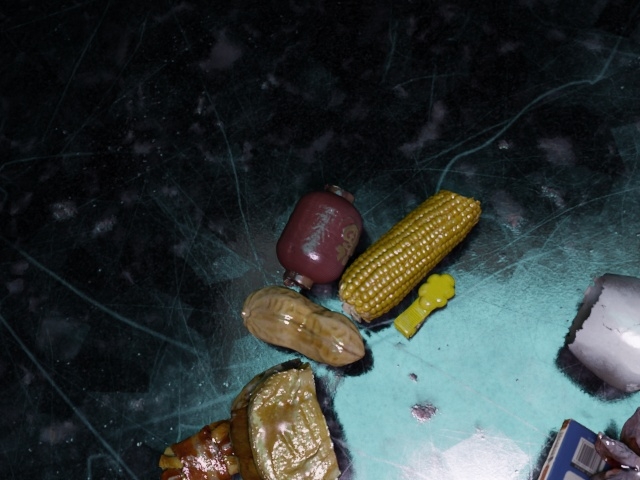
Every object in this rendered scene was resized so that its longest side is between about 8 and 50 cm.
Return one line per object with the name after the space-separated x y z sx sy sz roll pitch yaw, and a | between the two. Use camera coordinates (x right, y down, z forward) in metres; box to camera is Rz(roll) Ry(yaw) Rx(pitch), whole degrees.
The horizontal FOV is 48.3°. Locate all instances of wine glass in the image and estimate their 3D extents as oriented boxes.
0.665 0.204 1.399 0.323 0.238 0.238 29 79 10 | wine glass

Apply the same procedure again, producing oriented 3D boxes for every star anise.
0.590 0.422 1.310 0.237 0.093 0.229 4 75 -13 | star anise

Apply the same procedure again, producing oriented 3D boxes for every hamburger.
-0.083 0.415 1.502 0.211 0.132 0.308 -12 74 -11 | hamburger

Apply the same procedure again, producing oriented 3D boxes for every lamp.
0.000 0.000 1.640 0.180 0.180 0.258 22 79 18 | lamp

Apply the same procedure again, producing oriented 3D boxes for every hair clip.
0.235 0.139 1.603 0.173 0.046 0.072 -44 73 -7 | hair clip

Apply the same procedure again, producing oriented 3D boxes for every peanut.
-0.038 0.193 1.588 0.306 0.147 0.147 23 78 18 | peanut

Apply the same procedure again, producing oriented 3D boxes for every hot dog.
-0.254 0.480 1.560 0.213 0.103 0.146 -35 66 -3 | hot dog

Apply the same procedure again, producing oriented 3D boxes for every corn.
0.193 0.027 1.603 0.387 0.144 0.144 -45 69 -8 | corn

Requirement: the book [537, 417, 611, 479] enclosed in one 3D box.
0.494 0.591 1.312 0.300 0.039 0.427 33 71 -5 | book
